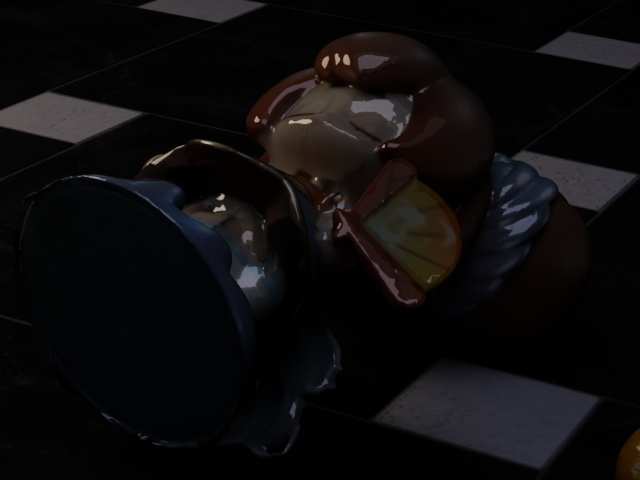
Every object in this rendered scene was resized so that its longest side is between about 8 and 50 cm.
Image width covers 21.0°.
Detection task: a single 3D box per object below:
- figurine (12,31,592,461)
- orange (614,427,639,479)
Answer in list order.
[{"bbox_3d":[0.001,0.000,1.186,0.276,0.248,0.388,20,36,29],"label":"figurine"},{"bbox_3d":[0.217,0.141,1.035,0.083,0.070,0.083,6,18,-2],"label":"orange"}]
